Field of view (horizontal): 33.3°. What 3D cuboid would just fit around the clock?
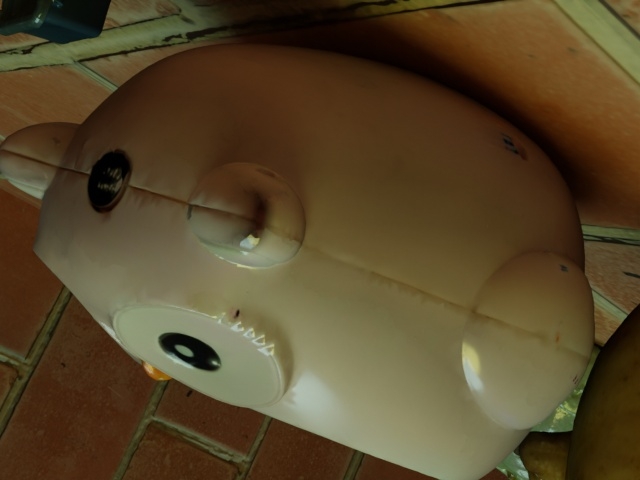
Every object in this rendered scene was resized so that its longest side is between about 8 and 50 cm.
[{"bbox_3d":[0.000,0.000,0.746,0.368,0.251,0.376,16,172,42],"label":"clock"}]

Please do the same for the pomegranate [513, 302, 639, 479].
[{"bbox_3d":[0.291,0.172,0.716,0.342,0.342,0.342,24,169,5],"label":"pomegranate"}]

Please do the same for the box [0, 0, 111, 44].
[{"bbox_3d":[-0.192,-0.182,0.785,0.054,0.074,0.099,15,176,-35],"label":"box"}]

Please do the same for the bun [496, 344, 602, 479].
[{"bbox_3d":[0.288,0.228,1.350,0.293,0.187,0.293,24,166,6],"label":"bun"}]
